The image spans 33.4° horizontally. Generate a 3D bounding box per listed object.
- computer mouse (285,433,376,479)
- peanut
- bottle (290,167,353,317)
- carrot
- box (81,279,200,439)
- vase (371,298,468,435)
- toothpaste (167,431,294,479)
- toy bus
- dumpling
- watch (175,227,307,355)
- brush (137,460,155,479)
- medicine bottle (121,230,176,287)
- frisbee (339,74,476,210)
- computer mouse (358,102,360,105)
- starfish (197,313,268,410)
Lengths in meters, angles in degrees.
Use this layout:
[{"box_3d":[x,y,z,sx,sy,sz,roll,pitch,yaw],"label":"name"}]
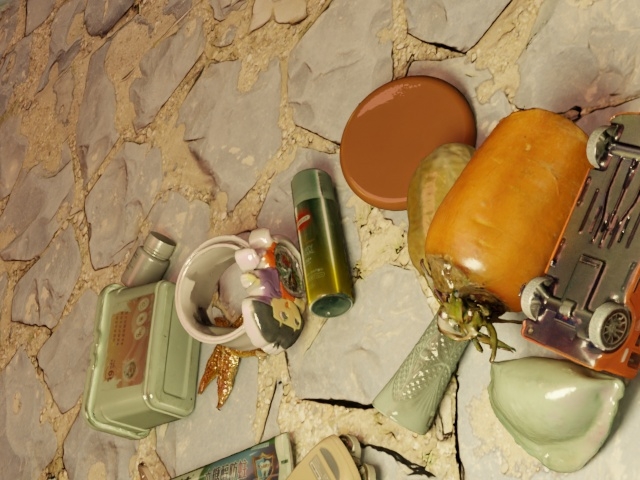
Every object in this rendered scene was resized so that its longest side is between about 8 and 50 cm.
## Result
[{"box_3d":[-0.002,0.422,1.706,0.236,0.082,0.145,-54,38,13],"label":"computer mouse"},{"box_3d":[0.195,-0.045,1.679,0.129,0.129,0.224,-7,66,49],"label":"peanut"},{"box_3d":[0.000,0.000,1.925,0.082,0.082,0.286,-37,46,33],"label":"bottle"},{"box_3d":[0.252,-0.001,1.509,0.331,0.193,0.214,-59,-9,-14],"label":"carrot"},{"box_3d":[-0.345,0.231,2.161,0.182,0.175,0.311,-18,58,36],"label":"box"},{"box_3d":[0.173,0.178,1.619,0.096,0.096,0.219,35,96,52],"label":"vase"},{"box_3d":[-0.185,0.438,1.936,0.392,0.061,0.098,-27,60,40],"label":"toothpaste"},{"box_3d":[0.396,0.005,1.385,0.143,0.153,0.329,23,91,51],"label":"toy bus"},{"box_3d":[0.318,0.222,1.427,0.217,0.149,0.105,-7,32,48],"label":"dumpling"},{"box_3d":[-0.154,0.108,1.933,0.231,0.196,0.244,-17,66,24],"label":"watch"},{"box_3d":[-0.246,0.519,1.930,0.313,0.067,0.072,50,144,35],"label":"brush"},{"box_3d":[-0.378,0.050,2.357,0.130,0.080,0.080,-59,38,8],"label":"medicine bottle"},{"box_3d":[0.144,-0.170,1.818,0.251,0.021,0.250,-9,69,25],"label":"frisbee"},{"box_3d":[0.125,-0.188,1.881,0.099,0.057,0.172,-46,55,10],"label":"computer mouse"},{"box_3d":[-0.179,0.207,2.070,0.240,0.043,0.227,27,91,58],"label":"starfish"}]
